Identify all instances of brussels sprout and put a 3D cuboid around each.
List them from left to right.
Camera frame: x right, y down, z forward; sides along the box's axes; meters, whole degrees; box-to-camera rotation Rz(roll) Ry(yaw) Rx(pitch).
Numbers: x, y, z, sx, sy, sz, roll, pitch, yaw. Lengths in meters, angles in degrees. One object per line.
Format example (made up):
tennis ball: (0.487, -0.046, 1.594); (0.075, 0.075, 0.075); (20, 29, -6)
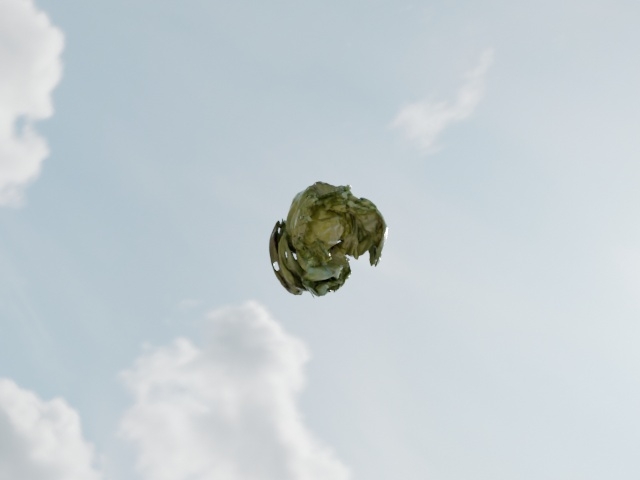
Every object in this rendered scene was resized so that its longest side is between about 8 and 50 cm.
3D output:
brussels sprout: (0.000, 0.000, 0.719); (0.058, 0.085, 0.085); (13, -51, 59)
